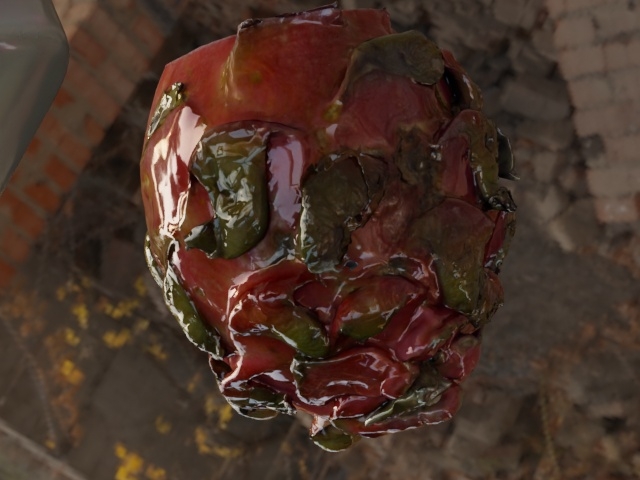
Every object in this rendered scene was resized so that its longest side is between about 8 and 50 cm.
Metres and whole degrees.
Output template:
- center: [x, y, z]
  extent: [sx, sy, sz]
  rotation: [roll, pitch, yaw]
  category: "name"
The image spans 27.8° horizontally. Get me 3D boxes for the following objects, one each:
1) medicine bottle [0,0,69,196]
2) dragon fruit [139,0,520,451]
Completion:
- center: [-0.202, -0.051, 0.475]
  extent: [0.179, 0.124, 0.324]
  rotation: [3, 138, -39]
  category: "medicine bottle"
- center: [0.000, 0.000, 0.888]
  extent: [0.269, 0.250, 0.291]
  rotation: [-13, 93, 60]
  category: "dragon fruit"
